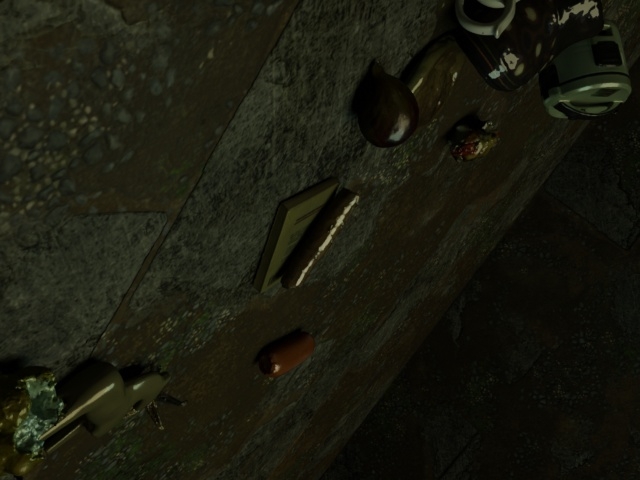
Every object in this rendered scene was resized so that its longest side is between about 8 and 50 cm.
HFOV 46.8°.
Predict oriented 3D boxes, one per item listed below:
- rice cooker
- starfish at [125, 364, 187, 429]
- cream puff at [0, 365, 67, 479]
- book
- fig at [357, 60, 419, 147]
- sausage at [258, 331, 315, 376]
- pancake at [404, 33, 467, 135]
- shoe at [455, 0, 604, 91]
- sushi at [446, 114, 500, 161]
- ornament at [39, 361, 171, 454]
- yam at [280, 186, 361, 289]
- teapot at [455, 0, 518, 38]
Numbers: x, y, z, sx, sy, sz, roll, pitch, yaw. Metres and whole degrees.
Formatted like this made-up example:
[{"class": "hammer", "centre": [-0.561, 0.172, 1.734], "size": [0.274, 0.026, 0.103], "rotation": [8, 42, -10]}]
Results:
[{"class": "rice cooker", "centre": [0.656, -0.422, 1.855], "size": [0.225, 0.244, 0.226], "rotation": [-5, 171, -1]}, {"class": "starfish", "centre": [-0.316, 0.287, 1.387], "size": [0.132, 0.041, 0.131], "rotation": [12, 102, -24]}, {"class": "cream puff", "centre": [-0.417, 0.232, 0.986], "size": [0.121, 0.156, 0.156], "rotation": [-8, 163, 10]}, {"class": "book", "centre": [-0.050, -0.009, 1.454], "size": [0.161, 0.026, 0.231], "rotation": [-32, 154, -43]}, {"class": "fig", "centre": [0.111, -0.239, 1.291], "size": [0.109, 0.103, 0.155], "rotation": [-33, 122, -9]}, {"class": "sausage", "centre": [-0.080, 0.284, 1.856], "size": [0.197, 0.076, 0.076], "rotation": [-21, 146, -56]}, {"class": "pancake", "centre": [0.226, -0.304, 1.474], "size": [0.242, 0.050, 0.242], "rotation": [-46, 162, -20]}, {"class": "shoe", "centre": [0.422, -0.420, 1.427], "size": [0.237, 0.171, 0.384], "rotation": [-36, 175, 34]}, {"class": "sushi", "centre": [0.388, -0.257, 1.853], "size": [0.097, 0.103, 0.226], "rotation": [-30, 178, 38]}, {"class": "ornament", "centre": [-0.362, 0.274, 1.240], "size": [0.244, 0.061, 0.230], "rotation": [-37, 157, -22]}, {"class": "yam", "centre": [0.000, 0.000, 1.459], "size": [0.241, 0.056, 0.056], "rotation": [-55, 160, 11]}, {"class": "teapot", "centre": [0.331, -0.474, 1.247], "size": [0.300, 0.165, 0.208], "rotation": [-58, 171, -3]}]
